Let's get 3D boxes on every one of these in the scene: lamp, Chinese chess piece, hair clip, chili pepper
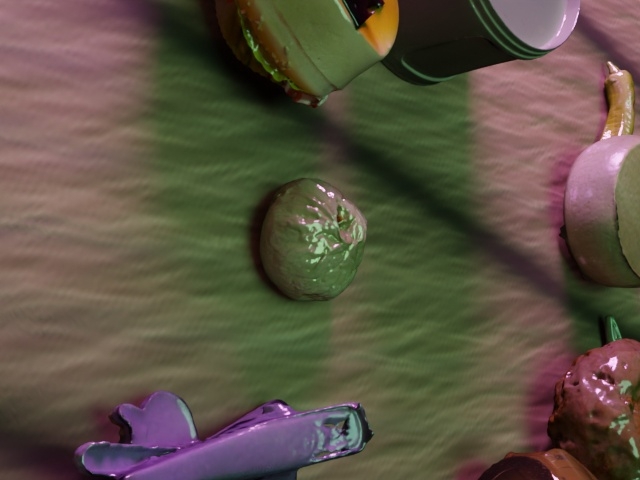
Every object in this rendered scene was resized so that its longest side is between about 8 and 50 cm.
[{"bbox_3d":[0.236,0.304,1.254,0.185,0.161,0.161,41,53,-36],"label":"lamp"},{"bbox_3d":[0.371,-0.034,1.521,0.188,0.083,0.188,2,87,-45],"label":"Chinese chess piece"},{"bbox_3d":[-0.082,0.178,0.959,0.278,0.090,0.137,-5,84,-46],"label":"hair clip"},{"bbox_3d":[0.377,-0.138,1.602,0.049,0.043,0.208,50,47,-48],"label":"chili pepper"}]

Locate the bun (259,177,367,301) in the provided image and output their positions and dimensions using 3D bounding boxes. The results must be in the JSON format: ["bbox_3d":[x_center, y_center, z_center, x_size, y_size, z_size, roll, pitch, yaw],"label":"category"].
[{"bbox_3d":[0.000,0.000,1.100,0.115,0.069,0.115,11,75,-49],"label":"bun"}]

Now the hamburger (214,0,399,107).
[{"bbox_3d":[-0.021,-0.227,1.098,0.210,0.116,0.173,57,36,-19],"label":"hamburger"}]

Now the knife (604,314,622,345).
[{"bbox_3d":[0.386,0.234,1.549,0.043,0.020,0.293,-23,101,-52],"label":"knife"}]

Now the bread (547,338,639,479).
[{"bbox_3d":[0.345,0.225,1.423,0.230,0.123,0.230,20,62,-44],"label":"bread"}]

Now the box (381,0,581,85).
[{"bbox_3d":[0.146,-0.283,1.275,0.226,0.149,0.226,12,73,-48],"label":"box"}]
